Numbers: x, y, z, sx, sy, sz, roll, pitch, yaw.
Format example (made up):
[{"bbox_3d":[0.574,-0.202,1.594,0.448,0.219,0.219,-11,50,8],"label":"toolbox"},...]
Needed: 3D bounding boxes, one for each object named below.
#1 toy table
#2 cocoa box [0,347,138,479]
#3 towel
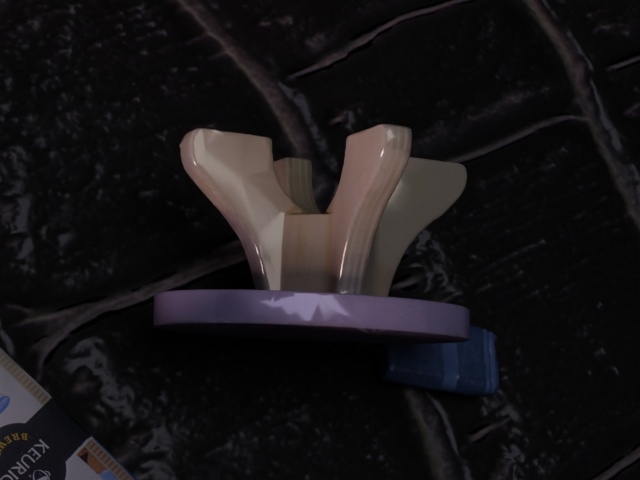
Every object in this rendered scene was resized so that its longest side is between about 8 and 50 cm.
[{"bbox_3d":[0.000,0.000,1.412,0.274,0.252,0.161,8,80,-36],"label":"toy table"},{"bbox_3d":[-0.275,0.284,1.100,0.228,0.231,0.347,44,49,0],"label":"cocoa box"},{"bbox_3d":[0.105,0.105,1.537,0.119,0.029,0.067,12,63,-25],"label":"towel"}]
